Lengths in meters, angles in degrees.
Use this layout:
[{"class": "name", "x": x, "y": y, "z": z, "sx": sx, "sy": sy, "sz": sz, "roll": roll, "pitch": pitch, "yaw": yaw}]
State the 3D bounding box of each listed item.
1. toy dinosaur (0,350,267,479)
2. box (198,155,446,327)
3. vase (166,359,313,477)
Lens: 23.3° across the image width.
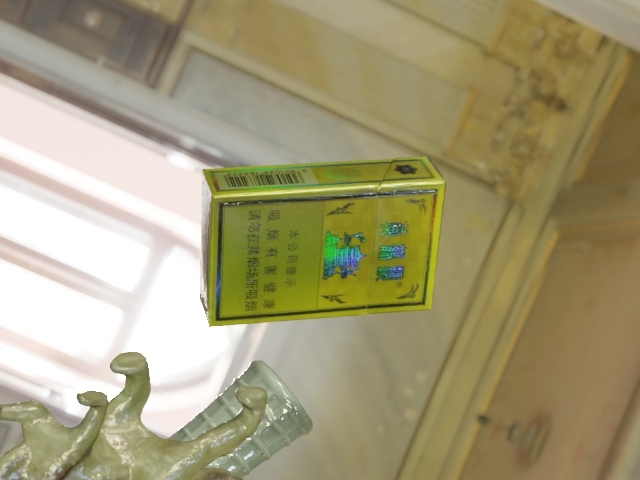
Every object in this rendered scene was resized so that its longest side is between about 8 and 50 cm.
[{"class": "toy dinosaur", "x": -0.169, "y": 0.173, "z": 1.202, "sx": 0.077, "sy": 0.294, "sz": 0.162, "roll": 51, "pitch": -48, "yaw": 51}, {"class": "box", "x": 0.000, "y": 0.000, "z": 1.437, "sx": 0.064, "sy": 0.220, "sz": 0.141, "roll": -114, "pitch": -156, "yaw": -59}, {"class": "vase", "x": -0.154, "y": 0.277, "z": 1.868, "sx": 0.299, "sy": 0.143, "sz": 0.143, "roll": -39, "pitch": -172, "yaw": -9}]
